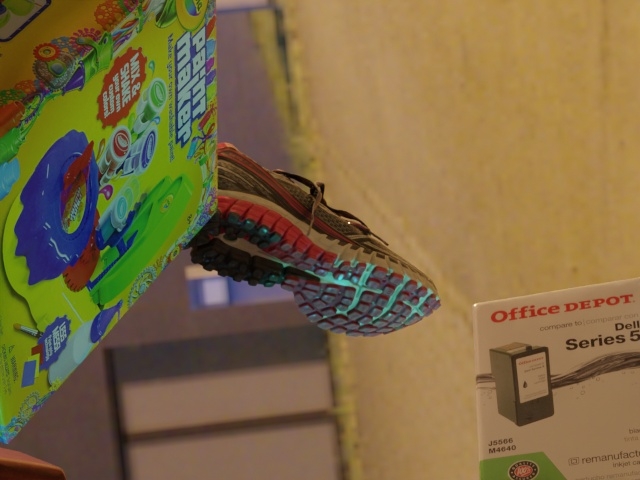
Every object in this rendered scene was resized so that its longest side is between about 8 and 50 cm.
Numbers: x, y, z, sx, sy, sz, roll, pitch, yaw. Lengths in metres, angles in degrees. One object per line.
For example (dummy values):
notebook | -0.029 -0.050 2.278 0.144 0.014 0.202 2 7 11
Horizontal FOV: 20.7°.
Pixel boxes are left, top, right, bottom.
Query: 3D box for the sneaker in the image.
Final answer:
sneaker | 0.000 0.000 1.742 0.121 0.299 0.112 -36 36 39

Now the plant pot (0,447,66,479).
plant pot | -0.342 0.284 1.468 0.267 0.235 0.267 176 91 -67

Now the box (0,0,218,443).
box | -0.219 -0.071 1.239 0.279 0.177 0.290 -51 -23 -36

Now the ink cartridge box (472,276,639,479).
ink cartridge box | 0.266 0.185 1.829 0.115 0.198 0.273 68 -163 -46
